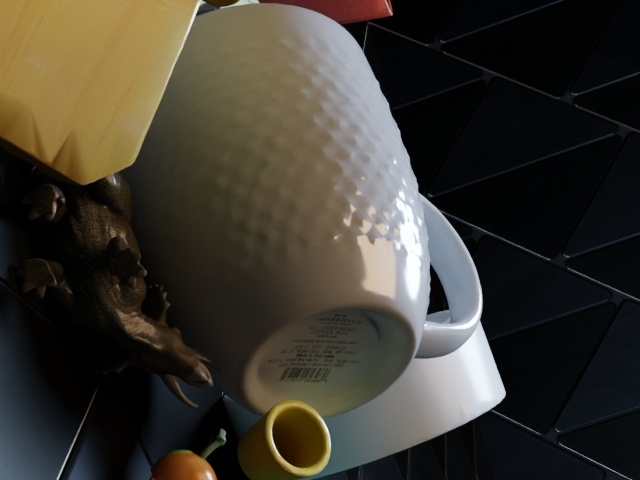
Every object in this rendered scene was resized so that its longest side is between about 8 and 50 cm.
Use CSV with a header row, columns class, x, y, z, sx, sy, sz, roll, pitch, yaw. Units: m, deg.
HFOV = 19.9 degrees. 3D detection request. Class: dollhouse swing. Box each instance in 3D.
class,x,y,z,sx,sy,sz,roll,pitch,yaw
dollhouse swing,-0.262,-0.261,1.424,0.315,0.305,0.347,30,-2,45

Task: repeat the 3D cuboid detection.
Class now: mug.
class,x,y,z,sx,sy,sz,roll,pitch,yaw
mug,0.000,0.000,1.715,0.374,0.276,0.328,16,39,-36

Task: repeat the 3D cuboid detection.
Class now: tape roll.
class,x,y,z,sx,sy,sz,roll,pitch,yaw
tape roll,0.045,0.161,1.907,0.286,0.286,0.100,-32,102,-80

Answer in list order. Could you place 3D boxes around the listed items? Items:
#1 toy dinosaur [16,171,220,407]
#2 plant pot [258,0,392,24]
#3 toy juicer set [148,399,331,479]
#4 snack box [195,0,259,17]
class,x,y,z,sx,sy,sz,roll,pitch,yaw
toy dinosaur,-0.192,-0.007,1.518,0.160,0.121,0.313,80,-11,-76
plant pot,-0.063,-0.453,2.591,0.267,0.235,0.267,-98,166,-48
toy juicer set,-0.036,0.302,1.496,0.209,0.089,0.329,-9,74,-41
snack box,-0.176,-0.328,2.029,0.187,0.060,0.322,62,17,17
